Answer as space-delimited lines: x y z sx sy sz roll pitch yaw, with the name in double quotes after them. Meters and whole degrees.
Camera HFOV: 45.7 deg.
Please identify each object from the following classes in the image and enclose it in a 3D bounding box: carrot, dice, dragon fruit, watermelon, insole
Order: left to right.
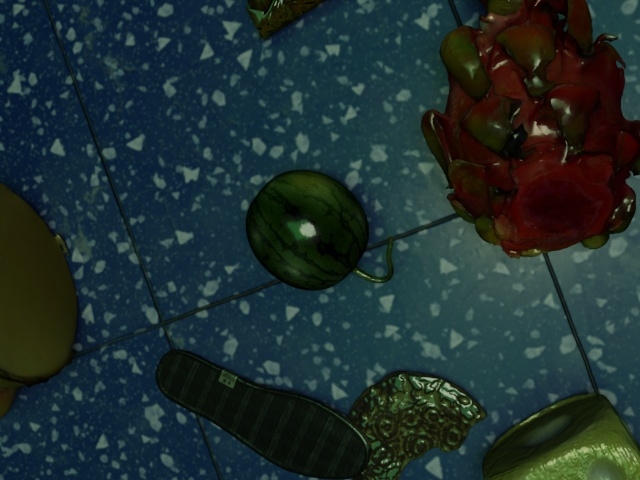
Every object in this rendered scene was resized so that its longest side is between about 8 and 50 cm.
-0.080 0.227 0.994 0.309 0.012 0.110 25 104 12 "insole"
0.000 0.000 0.903 0.187 0.140 0.141 39 101 3 "watermelon"
0.008 -0.325 0.917 0.228 0.069 0.069 -29 87 14 "carrot"
0.229 -0.139 0.806 0.227 0.243 0.307 -5 117 -25 "dragon fruit"
0.290 0.285 0.843 0.166 0.169 0.169 -32 86 14 "dice"

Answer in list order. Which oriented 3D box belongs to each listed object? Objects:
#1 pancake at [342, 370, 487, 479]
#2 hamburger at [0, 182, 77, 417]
0.120 0.254 0.956 0.190 0.020 0.184 -13 90 14 "pancake"
-0.446 0.086 0.967 0.186 0.261 0.303 -21 131 19 "hamburger"
